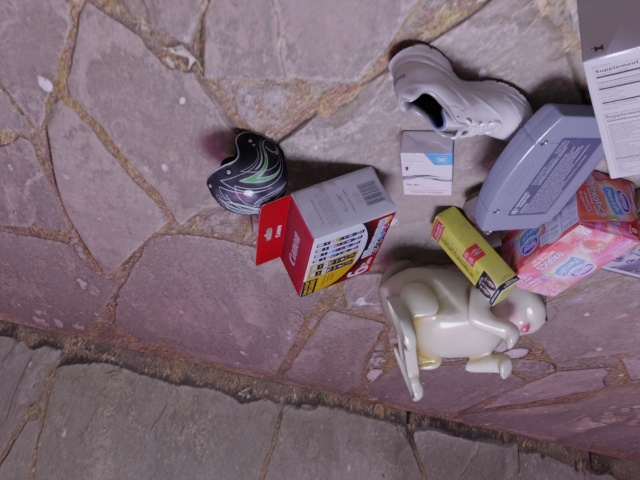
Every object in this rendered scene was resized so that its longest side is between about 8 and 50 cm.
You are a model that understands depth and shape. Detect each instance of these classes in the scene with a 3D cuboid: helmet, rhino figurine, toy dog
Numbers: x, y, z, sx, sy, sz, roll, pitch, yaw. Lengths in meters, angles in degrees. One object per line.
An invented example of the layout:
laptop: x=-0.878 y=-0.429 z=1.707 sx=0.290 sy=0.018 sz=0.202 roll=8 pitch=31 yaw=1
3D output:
helmet: x=-0.155 y=-0.133 z=1.321 sx=0.170 sy=0.161 sz=0.169 roll=8 pitch=150 yaw=4
rhino figurine: x=0.412 y=-0.095 z=1.306 sx=0.106 sy=0.073 sz=0.243 roll=28 pitch=142 yaw=-28
toy dog: x=0.376 y=0.179 z=1.558 sx=0.409 sy=0.395 sz=0.284 roll=-14 pitch=121 yaw=-2

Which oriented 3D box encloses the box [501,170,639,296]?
box: x=0.533 y=-0.009 z=1.339 sx=0.142 sy=0.154 sz=0.300 roll=15 pitch=149 yaw=-9

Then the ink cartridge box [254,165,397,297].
ink cartridge box: x=0.000 y=0.000 z=1.415 sx=0.272 sy=0.130 sz=0.309 roll=-20 pitch=156 yaw=-17

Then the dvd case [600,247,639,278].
dvd case: x=0.782 y=0.029 z=1.466 sx=0.165 sy=0.018 sz=0.221 roll=13 pitch=151 yaw=-7

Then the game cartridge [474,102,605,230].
game cartridge: x=0.414 y=-0.131 z=1.142 sx=0.196 sy=0.060 sz=0.294 roll=-6 pitch=142 yaw=-26

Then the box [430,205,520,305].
box: x=0.352 y=0.034 z=1.412 sx=0.058 sy=0.232 sz=0.087 roll=-28 pitch=155 yaw=-17

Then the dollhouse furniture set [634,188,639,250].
dollhouse furniture set: x=0.759 y=-0.006 z=1.219 sx=0.212 sy=0.242 sz=0.161 roll=22 pitch=123 yaw=-18

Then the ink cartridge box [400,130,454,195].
ink cartridge box: x=0.226 y=-0.148 z=1.281 sx=0.104 sy=0.060 sz=0.180 roll=2 pitch=150 yaw=13

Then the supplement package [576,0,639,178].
supplement package: x=0.492 y=-0.256 z=0.870 sx=0.198 sy=0.199 sz=0.262 roll=-9 pitch=145 yaw=29

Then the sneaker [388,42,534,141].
sneaker: x=0.247 y=-0.225 z=1.073 sx=0.297 sy=0.129 sz=0.111 roll=18 pitch=147 yaw=-16
